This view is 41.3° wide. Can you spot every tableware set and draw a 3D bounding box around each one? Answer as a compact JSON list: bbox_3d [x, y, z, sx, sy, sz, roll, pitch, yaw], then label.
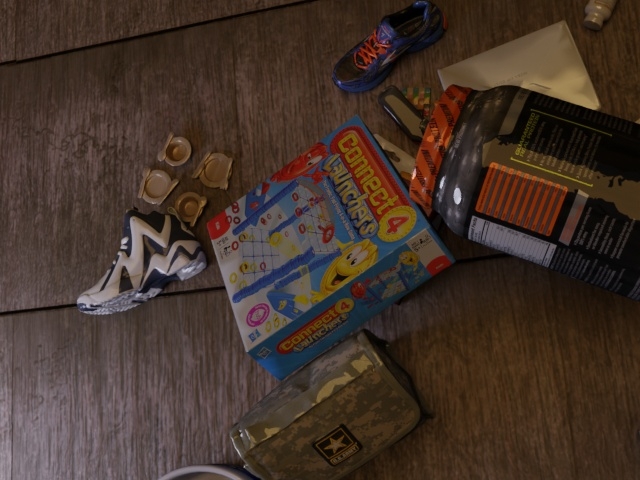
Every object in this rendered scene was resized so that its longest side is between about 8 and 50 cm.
[{"bbox_3d":[-0.244,-0.111,1.522,0.168,0.020,0.141,27,87,19],"label":"tableware set"}]

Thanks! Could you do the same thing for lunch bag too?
[{"bbox_3d":[0.019,0.251,1.227,0.235,0.287,0.169,-34,71,5],"label":"lunch bag"}]

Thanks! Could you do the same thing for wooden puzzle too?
[{"bbox_3d":[0.162,-0.235,1.441,0.083,0.006,0.049,2,79,16],"label":"wooden puzzle"}]

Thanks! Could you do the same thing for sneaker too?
[{"bbox_3d":[0.108,-0.336,1.436,0.221,0.087,0.083,-38,70,5],"label":"sneaker"},{"bbox_3d":[-0.329,0.022,1.479,0.235,0.094,0.153,-27,71,8],"label":"sneaker"}]

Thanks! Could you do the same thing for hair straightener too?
[{"bbox_3d":[0.169,-0.161,1.375,0.047,0.089,0.230,-36,74,7],"label":"hair straightener"}]

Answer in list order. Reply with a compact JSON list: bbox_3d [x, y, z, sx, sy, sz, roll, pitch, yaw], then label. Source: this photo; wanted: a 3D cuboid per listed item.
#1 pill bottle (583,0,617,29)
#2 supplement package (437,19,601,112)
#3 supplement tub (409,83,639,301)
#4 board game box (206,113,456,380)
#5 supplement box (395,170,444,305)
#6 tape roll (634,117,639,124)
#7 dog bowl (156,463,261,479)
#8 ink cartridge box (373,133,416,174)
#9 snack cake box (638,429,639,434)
[{"bbox_3d":[0.454,-0.384,1.371,0.043,0.043,0.083,24,86,19],"label":"pill bottle"},{"bbox_3d":[0.303,-0.194,1.288,0.194,0.203,0.149,-20,74,12],"label":"supplement package"},{"bbox_3d":[0.297,-0.069,1.070,0.338,0.207,0.207,22,85,14],"label":"supplement tub"},{"bbox_3d":[0.000,0.000,1.255,0.302,0.086,0.308,-36,40,8],"label":"board game box"},{"bbox_3d":[0.127,-0.001,1.347,0.080,0.104,0.188,27,87,19],"label":"supplement box"},{"bbox_3d":[0.529,-0.060,1.212,0.246,0.169,0.246,-3,78,15],"label":"tape roll"},{"bbox_3d":[-0.168,0.484,1.325,0.264,0.104,0.265,-4,77,16],"label":"dog bowl"},{"bbox_3d":[0.069,-0.090,1.405,0.104,0.061,0.181,36,89,21],"label":"ink cartridge box"},{"bbox_3d":[0.573,0.232,1.144,0.264,0.152,0.089,-30,71,7],"label":"snack cake box"}]
